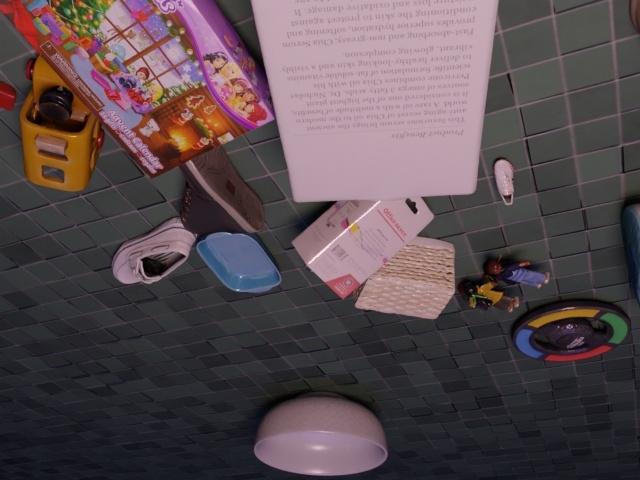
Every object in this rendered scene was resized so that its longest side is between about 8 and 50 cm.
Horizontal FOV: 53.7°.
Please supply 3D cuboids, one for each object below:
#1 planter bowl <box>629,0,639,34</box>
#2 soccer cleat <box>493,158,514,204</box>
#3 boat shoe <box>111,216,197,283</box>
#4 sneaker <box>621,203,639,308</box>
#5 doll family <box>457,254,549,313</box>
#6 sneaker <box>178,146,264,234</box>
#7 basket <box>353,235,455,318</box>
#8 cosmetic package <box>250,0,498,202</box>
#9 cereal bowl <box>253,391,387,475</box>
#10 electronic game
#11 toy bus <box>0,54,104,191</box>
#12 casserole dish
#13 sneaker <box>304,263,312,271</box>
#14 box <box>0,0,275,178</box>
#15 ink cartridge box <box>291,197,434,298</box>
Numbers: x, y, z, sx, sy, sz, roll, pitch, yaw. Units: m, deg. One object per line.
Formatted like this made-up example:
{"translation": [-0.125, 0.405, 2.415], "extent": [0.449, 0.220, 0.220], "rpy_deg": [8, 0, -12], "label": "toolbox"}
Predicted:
{"translation": [0.431, -0.244, 0.676], "extent": [0.162, 0.109, 0.162], "rpy_deg": [2, 143, 2], "label": "planter bowl"}
{"translation": [0.278, -0.088, 0.948], "extent": [0.029, 0.036, 0.083], "rpy_deg": [-9, 141, 16], "label": "soccer cleat"}
{"translation": [-0.304, 0.035, 1.111], "extent": [0.083, 0.076, 0.226], "rpy_deg": [29, 135, -30], "label": "boat shoe"}
{"translation": [0.600, 0.018, 0.999], "extent": [0.208, 0.127, 0.319], "rpy_deg": [-14, 149, 23], "label": "sneaker"}
{"translation": [0.317, 0.077, 1.137], "extent": [0.111, 0.076, 0.193], "rpy_deg": [19, 135, -13], "label": "doll family"}
{"translation": [-0.188, -0.076, 0.954], "extent": [0.118, 0.083, 0.222], "rpy_deg": [-10, 138, 24], "label": "sneaker"}
{"translation": [0.141, 0.062, 1.097], "extent": [0.167, 0.103, 0.113], "rpy_deg": [10, 141, -8], "label": "basket"}
{"translation": [0.056, -0.246, 0.652], "extent": [0.230, 0.161, 0.453], "rpy_deg": [-2, 142, 6], "label": "cosmetic package"}
{"translation": [0.003, 0.488, 1.631], "extent": [0.339, 0.141, 0.339], "rpy_deg": [2, 142, 2], "label": "cereal bowl"}
{"translation": [0.508, 0.189, 1.286], "extent": [0.229, 0.048, 0.229], "rpy_deg": [1, 142, 1], "label": "electronic game"}
{"translation": [-0.346, -0.156, 0.841], "extent": [0.191, 0.104, 0.202], "rpy_deg": [-17, 139, 23], "label": "toy bus"}
{"translation": [-0.142, 0.030, 1.128], "extent": [0.114, 0.037, 0.188], "rpy_deg": [-11, 140, 17], "label": "casserole dish"}
{"translation": [0.000, 0.000, 1.076], "extent": [0.058, 0.052, 0.135], "rpy_deg": [24, 129, -15], "label": "sneaker"}
{"translation": [-0.209, -0.226, 0.731], "extent": [0.201, 0.057, 0.293], "rpy_deg": [-21, 125, 24], "label": "box"}
{"translation": [0.069, -0.016, 0.991], "extent": [0.198, 0.067, 0.115], "rpy_deg": [-41, 133, 4], "label": "ink cartridge box"}
